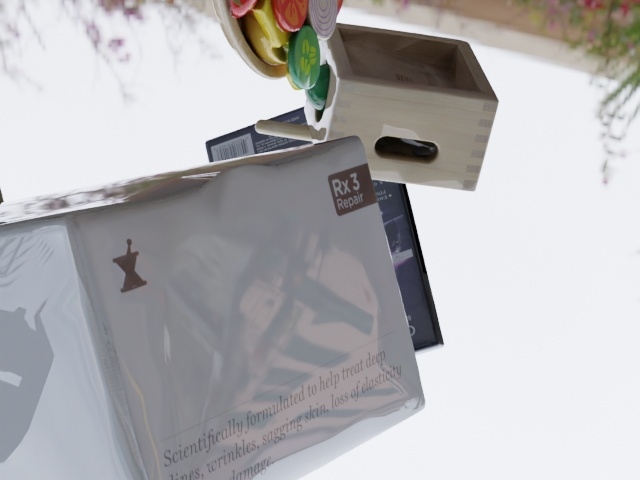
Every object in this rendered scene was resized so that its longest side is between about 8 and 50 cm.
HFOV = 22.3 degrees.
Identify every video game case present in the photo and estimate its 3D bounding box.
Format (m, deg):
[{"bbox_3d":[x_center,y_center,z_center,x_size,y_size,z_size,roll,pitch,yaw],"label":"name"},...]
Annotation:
[{"bbox_3d":[0.000,0.000,1.613,0.196,0.026,0.274,-18,-104,19],"label":"video game case"}]

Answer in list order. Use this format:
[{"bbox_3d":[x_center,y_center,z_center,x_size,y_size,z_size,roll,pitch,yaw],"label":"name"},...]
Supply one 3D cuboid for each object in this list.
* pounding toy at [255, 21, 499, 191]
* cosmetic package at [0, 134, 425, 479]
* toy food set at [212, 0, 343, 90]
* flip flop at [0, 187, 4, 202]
[{"bbox_3d":[0.035,-0.089,1.146,0.141,0.100,0.130,7,-153,-11],"label":"pounding toy"},{"bbox_3d":[-0.166,0.060,0.851,0.385,0.156,0.217,-7,-172,40],"label":"cosmetic package"},{"bbox_3d":[-0.013,-0.096,0.554,0.020,0.082,0.083,0,-125,24],"label":"toy food set"},{"bbox_3d":[-0.256,0.017,1.172,0.112,0.080,0.277,-43,-119,18],"label":"flip flop"}]
